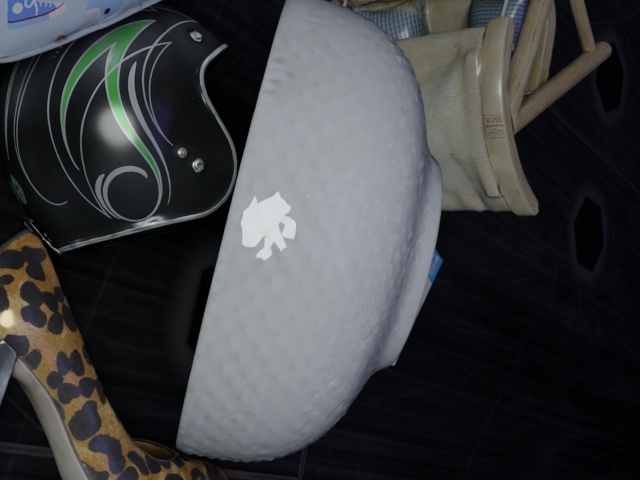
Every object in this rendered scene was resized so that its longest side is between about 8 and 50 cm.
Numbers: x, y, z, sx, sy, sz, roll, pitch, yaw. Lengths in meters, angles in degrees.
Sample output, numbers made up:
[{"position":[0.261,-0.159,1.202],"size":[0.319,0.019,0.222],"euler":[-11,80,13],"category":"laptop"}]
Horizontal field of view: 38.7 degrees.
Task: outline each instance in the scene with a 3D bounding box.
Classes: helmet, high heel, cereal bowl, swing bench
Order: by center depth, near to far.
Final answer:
[{"position":[-0.138,-0.082,0.633],"size":[0.169,0.169,0.162],"euler":[-16,92,-50],"category":"helmet"},{"position":[0.000,0.000,0.673],"size":[0.339,0.141,0.339],"euler":[-167,-90,-86],"category":"cereal bowl"},{"position":[-0.150,0.106,0.678],"size":[0.261,0.093,0.186],"euler":[21,76,-44],"category":"high heel"},{"position":[0.102,-0.157,0.857],"size":[0.255,0.253,0.165],"euler":[-55,131,-35],"category":"swing bench"}]

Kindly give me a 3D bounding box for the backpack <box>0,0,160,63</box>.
[{"position":[-0.185,-0.236,0.490],"size":[0.276,0.213,0.264],"euler":[-42,138,-39],"category":"backpack"}]

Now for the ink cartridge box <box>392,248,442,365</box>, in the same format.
[{"position":[0.054,0.057,0.956],"size":[0.104,0.061,0.181],"euler":[54,52,-37],"category":"ink cartridge box"}]
